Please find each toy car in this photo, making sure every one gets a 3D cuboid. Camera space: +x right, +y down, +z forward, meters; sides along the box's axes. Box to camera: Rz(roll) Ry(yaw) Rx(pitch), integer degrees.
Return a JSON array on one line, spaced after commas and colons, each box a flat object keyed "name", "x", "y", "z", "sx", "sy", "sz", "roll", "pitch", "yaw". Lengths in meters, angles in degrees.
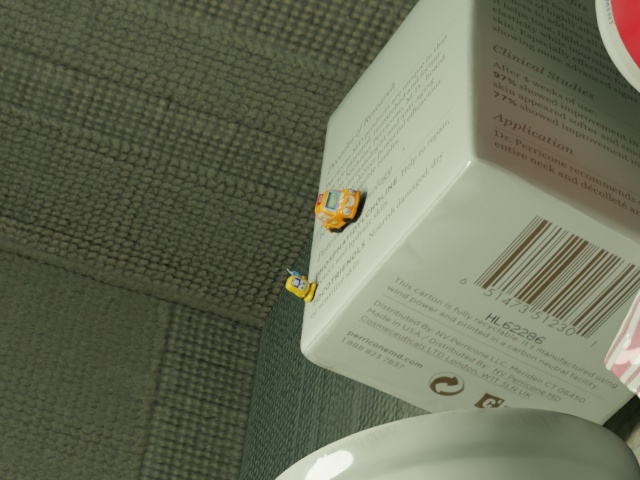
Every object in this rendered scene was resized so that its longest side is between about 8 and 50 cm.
[{"name": "toy car", "x": 0.000, "y": 0.000, "z": 1.844, "sx": 0.122, "sy": 0.040, "sz": 0.060, "roll": -68, "pitch": 17, "yaw": -10}]

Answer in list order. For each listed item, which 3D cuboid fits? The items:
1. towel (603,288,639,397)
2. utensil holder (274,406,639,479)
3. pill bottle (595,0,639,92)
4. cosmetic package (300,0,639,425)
[{"name": "towel", "x": 0.346, "y": 0.109, "z": 1.653, "sx": 0.197, "sy": 0.029, "sz": 0.144, "roll": 46, "pitch": 123, "yaw": 43}, {"name": "utensil holder", "x": 0.125, "y": 0.375, "z": 1.390, "sx": 0.327, "sy": 0.327, "sz": 0.385, "roll": 120, "pitch": 149, "yaw": -50}, {"name": "pill bottle", "x": 0.417, "y": -0.254, "z": 1.579, "sx": 0.407, "sy": 0.229, "sz": 0.229, "roll": 149, "pitch": 137, "yaw": -74}, {"name": "cosmetic package", "x": 0.208, "y": -0.043, "z": 1.920, "sx": 0.327, "sy": 0.329, "sz": 0.394, "roll": -51, "pitch": 21, "yaw": 38}]
